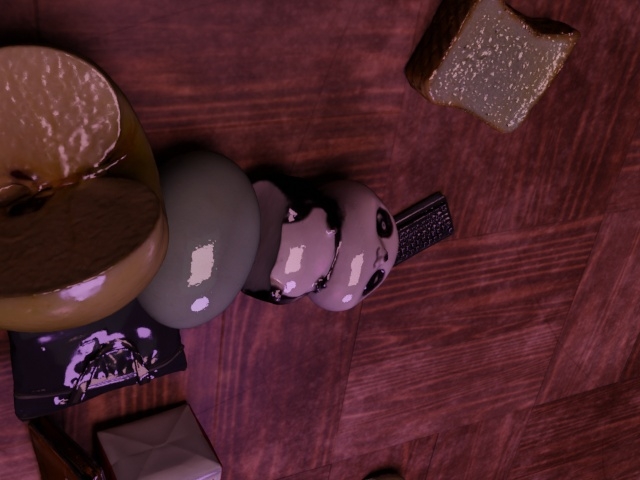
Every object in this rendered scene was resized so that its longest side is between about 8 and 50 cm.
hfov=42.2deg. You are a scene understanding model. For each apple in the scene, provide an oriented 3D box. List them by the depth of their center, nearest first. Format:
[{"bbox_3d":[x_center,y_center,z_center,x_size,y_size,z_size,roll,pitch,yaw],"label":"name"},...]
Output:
[{"bbox_3d":[-0.304,-0.044,0.897,0.257,0.295,0.233,-21,170,-1],"label":"apple"}]

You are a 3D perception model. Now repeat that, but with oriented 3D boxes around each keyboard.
[{"bbox_3d":[0.112,0.010,1.335,0.230,0.025,0.094,-29,130,-8],"label":"keyboard"}]

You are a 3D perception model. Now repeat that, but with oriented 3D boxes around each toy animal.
[{"bbox_3d":[0.001,0.002,1.166,0.235,0.165,0.187,7,102,-31],"label":"toy animal"}]

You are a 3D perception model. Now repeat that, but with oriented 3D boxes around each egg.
[{"bbox_3d":[-0.163,-0.001,1.056,0.168,0.168,0.231,11,95,-36],"label":"egg"}]

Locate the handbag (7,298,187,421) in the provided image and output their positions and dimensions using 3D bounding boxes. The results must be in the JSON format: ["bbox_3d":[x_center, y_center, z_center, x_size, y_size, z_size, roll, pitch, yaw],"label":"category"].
[{"bbox_3d":[-0.304,0.129,1.136,0.254,0.088,0.211,-16,121,-27],"label":"handbag"}]

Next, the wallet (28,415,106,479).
[{"bbox_3d":[-0.365,0.362,1.228,0.042,0.161,0.195,-31,138,-36],"label":"wallet"}]

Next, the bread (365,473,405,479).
[{"bbox_3d":[0.091,0.608,1.744,0.286,0.056,0.207,-42,130,4],"label":"bread"}]

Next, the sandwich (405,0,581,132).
[{"bbox_3d":[0.243,-0.262,1.180,0.214,0.065,0.186,17,113,-37],"label":"sandwich"}]

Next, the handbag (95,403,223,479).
[{"bbox_3d":[-0.265,0.427,1.341,0.171,0.151,0.298,-13,132,-29],"label":"handbag"}]
